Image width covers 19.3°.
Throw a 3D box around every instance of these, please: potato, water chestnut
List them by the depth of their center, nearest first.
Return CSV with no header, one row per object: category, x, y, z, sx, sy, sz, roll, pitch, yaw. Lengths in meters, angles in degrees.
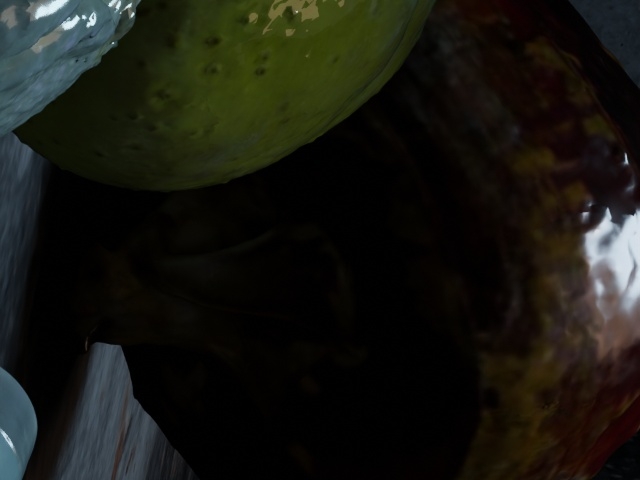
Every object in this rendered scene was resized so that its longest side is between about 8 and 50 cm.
potato,-0.031,-0.102,0.600,0.248,0.144,0.169,-55,164,-66
water chestnut,0.000,0.000,0.926,0.302,0.350,0.350,-23,141,-35

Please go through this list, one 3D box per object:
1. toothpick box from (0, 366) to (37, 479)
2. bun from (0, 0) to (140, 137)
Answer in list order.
toothpick box,-0.111,0.072,0.502,0.083,0.052,0.052,-75,178,-53
bun,-0.063,-0.079,0.359,0.141,0.083,0.140,12,90,-87
